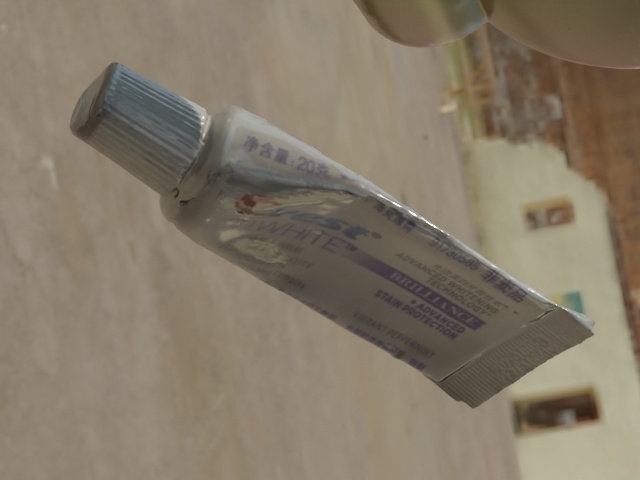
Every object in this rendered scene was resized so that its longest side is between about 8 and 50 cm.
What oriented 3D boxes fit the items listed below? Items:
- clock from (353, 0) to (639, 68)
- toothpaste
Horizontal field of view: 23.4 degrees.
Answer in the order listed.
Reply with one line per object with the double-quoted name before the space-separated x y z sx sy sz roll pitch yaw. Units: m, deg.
"clock" 0.155 -0.211 0.656 0.309 0.284 0.114 -68 152 -18
"toothpaste" -0.001 0.000 0.797 0.068 0.282 0.099 -60 -163 -10
